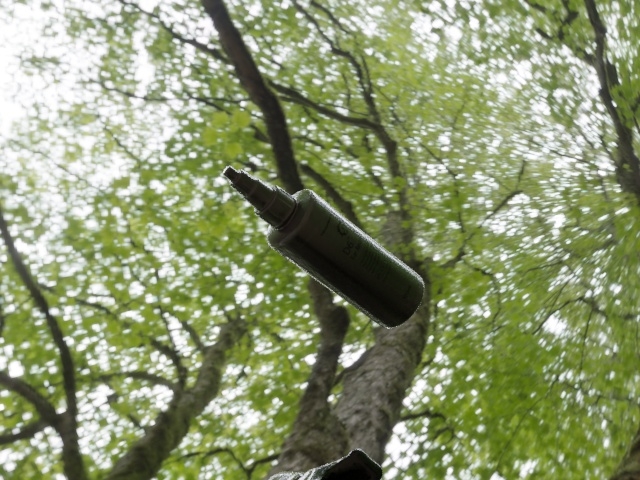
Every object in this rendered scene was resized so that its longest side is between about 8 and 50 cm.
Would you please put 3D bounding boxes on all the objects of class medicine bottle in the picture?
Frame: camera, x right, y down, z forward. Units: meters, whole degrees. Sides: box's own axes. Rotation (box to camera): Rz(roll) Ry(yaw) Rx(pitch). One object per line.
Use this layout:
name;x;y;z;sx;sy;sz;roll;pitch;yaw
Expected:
medicine bottle;0.000;0.000;0.621;0.199;0.058;0.057;37;-66;-26

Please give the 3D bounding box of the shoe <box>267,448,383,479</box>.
shoe;-0.004;0.253;0.622;0.112;0.227;0.099;-39;-79;15
